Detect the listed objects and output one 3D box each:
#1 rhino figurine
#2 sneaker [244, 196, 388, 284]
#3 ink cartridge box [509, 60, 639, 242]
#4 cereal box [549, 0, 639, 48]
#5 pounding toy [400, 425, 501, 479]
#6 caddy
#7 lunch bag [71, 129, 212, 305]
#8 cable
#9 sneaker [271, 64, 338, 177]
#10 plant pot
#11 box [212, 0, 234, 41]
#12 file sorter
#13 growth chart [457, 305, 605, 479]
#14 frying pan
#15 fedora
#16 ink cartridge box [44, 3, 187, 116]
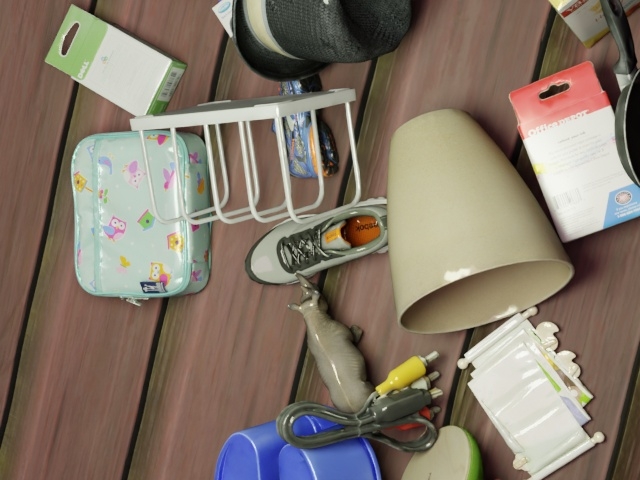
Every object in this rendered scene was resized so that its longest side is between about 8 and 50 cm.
[{"bbox_3d":[0.019,0.156,1.842,0.073,0.106,0.243,-26,89,21],"label":"rhino figurine"},{"bbox_3d":[0.000,0.000,1.856,0.271,0.108,0.100,-19,87,19],"label":"sneaker"},{"bbox_3d":[0.373,-0.126,1.744,0.134,0.078,0.231,-21,85,17],"label":"ink cartridge box"},{"bbox_3d":[0.399,-0.354,1.645,0.173,0.240,0.047,-40,75,16],"label":"cereal box"},{"bbox_3d":[0.194,0.402,1.788,0.110,0.183,0.237,29,78,-18],"label":"pounding toy"},{"bbox_3d":[-0.025,0.423,1.841,0.241,0.179,0.342,4,93,40],"label":"caddy"},{"bbox_3d":[-0.293,-0.036,1.950,0.224,0.108,0.279,0,91,18],"label":"lunch bag"},{"bbox_3d":[0.065,0.262,1.780,0.287,0.072,0.140,-13,109,-22],"label":"cable"},{"bbox_3d":[-0.043,-0.198,1.881,0.087,0.083,0.221,-15,84,23],"label":"sneaker"},{"bbox_3d":[0.196,-0.041,1.736,0.256,0.256,0.274,-23,68,17],"label":"plant pot"},{"bbox_3d":[-0.112,-0.350,1.926,0.081,0.028,0.136,-36,82,16],"label":"box"},{"bbox_3d":[-0.105,-0.119,1.787,0.277,0.192,0.173,0,102,36],"label":"file sorter"},{"bbox_3d":[0.316,0.231,1.802,0.172,0.021,0.237,-31,82,16],"label":"growth chart"},{"bbox_3d":[0.421,-0.179,1.628,0.053,0.326,0.197,1,67,47],"label":"frying pan"},{"bbox_3d":[0.029,-0.340,1.710,0.152,0.334,0.334,33,101,29],"label":"fedora"},{"bbox_3d":[-0.334,-0.289,1.982,0.209,0.062,0.109,30,100,16],"label":"ink cartridge box"}]
